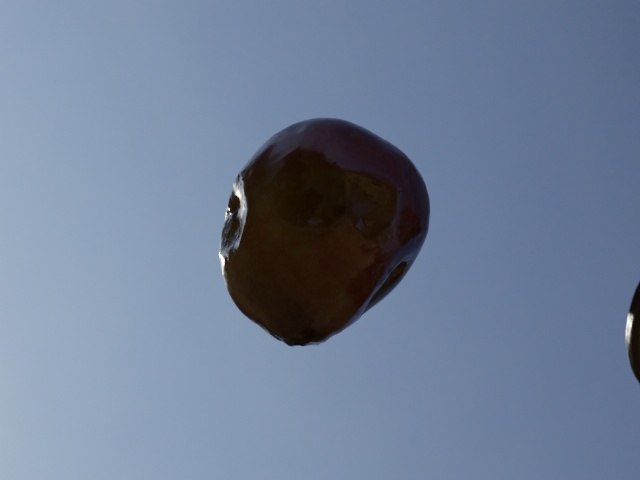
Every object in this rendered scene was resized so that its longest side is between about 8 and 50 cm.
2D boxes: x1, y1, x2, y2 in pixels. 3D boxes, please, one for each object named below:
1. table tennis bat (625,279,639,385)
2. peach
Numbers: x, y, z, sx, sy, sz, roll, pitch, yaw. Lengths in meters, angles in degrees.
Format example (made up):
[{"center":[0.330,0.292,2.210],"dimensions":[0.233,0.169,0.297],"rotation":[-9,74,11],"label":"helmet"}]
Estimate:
[{"center":[0.389,0.044,0.980],"dimensions":[0.310,0.038,0.200],"rotation":[-19,-70,-2],"label":"table tennis bat"},{"center":[0.000,0.000,1.283],"dimensions":[0.214,0.235,0.214],"rotation":[22,-20,8],"label":"peach"}]
